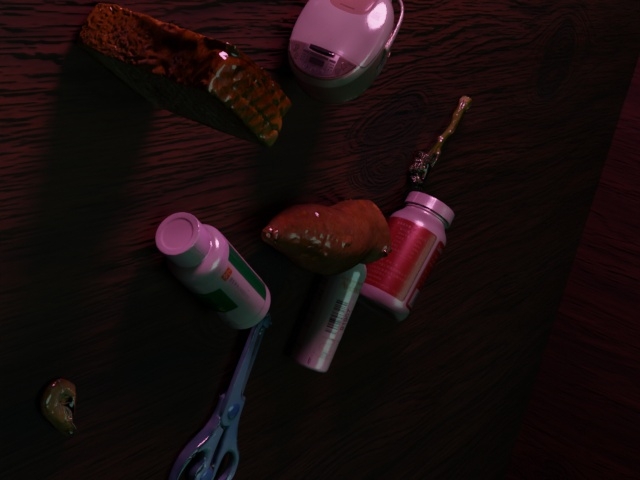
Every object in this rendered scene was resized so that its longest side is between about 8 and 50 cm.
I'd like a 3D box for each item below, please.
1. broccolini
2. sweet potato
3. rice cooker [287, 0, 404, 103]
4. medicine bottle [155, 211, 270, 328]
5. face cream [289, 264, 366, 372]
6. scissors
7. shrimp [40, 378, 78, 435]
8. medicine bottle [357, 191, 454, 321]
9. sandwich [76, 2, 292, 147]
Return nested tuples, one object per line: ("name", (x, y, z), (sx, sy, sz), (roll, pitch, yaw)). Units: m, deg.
("broccolini", (0.247, -0.215, 1.979), (0.057, 0.071, 0.254), (39, 63, -19))
("sweet potato", (-0.002, -0.001, 1.589), (0.337, 0.131, 0.131), (-10, 119, -57))
("rice cooker", (0.036, -0.302, 1.410), (0.206, 0.145, 0.127), (-58, 163, -24))
("medicine bottle", (-0.157, 0.046, 1.382), (0.095, 0.095, 0.260), (-58, 152, -16))
("face cream", (0.026, 0.113, 1.768), (0.082, 0.082, 0.269), (18, 95, -62))
("scissors", (-0.166, 0.298, 1.621), (0.180, 0.032, 0.392), (6, 106, -61))
("shrimp", (-0.345, 0.225, 1.263), (0.059, 0.023, 0.108), (-62, 154, -28))
("medicine bottle", (0.171, 0.032, 1.910), (0.250, 0.131, 0.131), (-61, 152, -13))
("sandwich", (-0.152, -0.190, 1.084), (0.065, 0.215, 0.186), (-63, 155, -7))
